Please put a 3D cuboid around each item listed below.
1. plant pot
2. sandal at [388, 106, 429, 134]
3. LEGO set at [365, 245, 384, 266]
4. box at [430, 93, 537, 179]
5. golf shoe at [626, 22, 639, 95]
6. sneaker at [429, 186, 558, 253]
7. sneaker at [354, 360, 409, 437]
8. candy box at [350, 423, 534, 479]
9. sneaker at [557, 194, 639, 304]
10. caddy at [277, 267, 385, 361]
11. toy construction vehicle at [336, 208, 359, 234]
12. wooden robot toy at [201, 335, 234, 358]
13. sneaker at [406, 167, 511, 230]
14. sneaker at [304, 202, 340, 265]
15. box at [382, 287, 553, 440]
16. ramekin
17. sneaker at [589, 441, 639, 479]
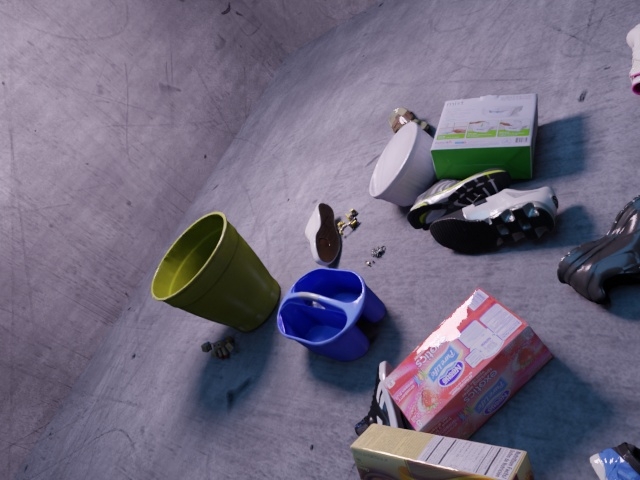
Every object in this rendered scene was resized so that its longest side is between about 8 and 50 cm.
[{"bbox_3d":[-0.348,0.148,1.674,0.366,0.353,0.366,-30,36,24],"label":"plant pot"},{"bbox_3d":[0.322,-0.458,1.804,0.120,0.086,0.302,-40,32,11],"label":"sandal"},{"bbox_3d":[0.172,0.044,1.485,0.054,0.023,0.083,10,62,54],"label":"LEGO set"},{"bbox_3d":[0.475,-0.299,1.330,0.262,0.126,0.231,2,51,27],"label":"box"},{"bbox_3d":[0.836,-0.454,1.172,0.140,0.115,0.306,-33,33,27],"label":"golf shoe"},{"bbox_3d":[0.449,-0.060,1.207,0.331,0.122,0.146,-10,32,43],"label":"sneaker"},{"bbox_3d":[0.130,0.397,1.090,0.121,0.079,0.217,-31,36,21],"label":"sneaker"},{"bbox_3d":[0.218,0.450,0.823,0.316,0.182,0.087,-11,10,43],"label":"candy box"},{"bbox_3d":[0.627,0.018,0.921,0.286,0.109,0.130,-48,37,16],"label":"sneaker"},{"bbox_3d":[0.017,0.204,1.347,0.341,0.179,0.241,1,54,50],"label":"caddy"},{"bbox_3d":[0.099,-0.070,1.688,0.098,0.035,0.086,-42,32,7],"label":"toy construction vehicle"},{"bbox_3d":[-0.359,0.389,1.718,0.173,0.076,0.079,-20,5,36],"label":"wooden robot toy"},{"bbox_3d":[0.384,-0.138,1.309,0.300,0.111,0.121,-21,34,32],"label":"sneaker"},{"bbox_3d":[0.000,0.000,1.694,0.123,0.106,0.290,-52,24,38],"label":"sneaker"},{"bbox_3d":[0.303,0.271,0.965,0.300,0.142,0.154,-46,32,2],"label":"box"},{"bbox_3d":[0.281,-0.234,1.500,0.273,0.127,0.273,-57,15,25],"label":"ramekin"},{"bbox_3d":[0.489,0.382,0.701,0.084,0.058,0.152,-43,24,22],"label":"sneaker"}]
